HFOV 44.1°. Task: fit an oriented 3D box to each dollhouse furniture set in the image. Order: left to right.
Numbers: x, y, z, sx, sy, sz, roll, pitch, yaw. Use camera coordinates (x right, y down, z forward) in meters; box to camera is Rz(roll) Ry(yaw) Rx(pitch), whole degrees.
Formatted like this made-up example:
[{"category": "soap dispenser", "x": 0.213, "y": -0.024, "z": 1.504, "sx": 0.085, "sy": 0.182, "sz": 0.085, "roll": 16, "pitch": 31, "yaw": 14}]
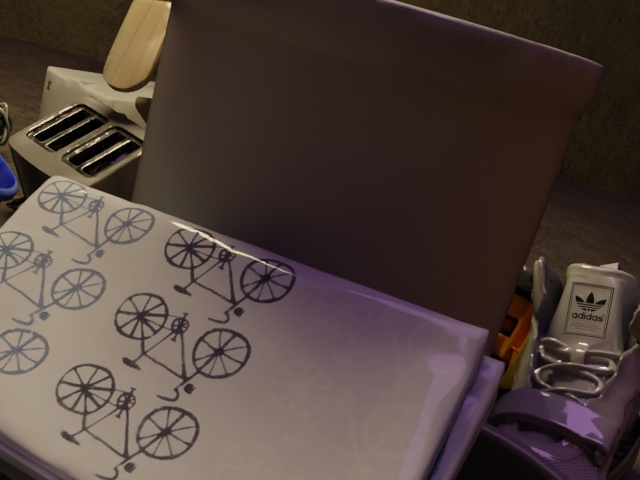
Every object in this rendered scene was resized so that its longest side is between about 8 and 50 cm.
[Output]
[{"category": "dollhouse furniture set", "x": -0.086, "y": -0.113, "z": 1.156, "sx": 0.393, "sy": 0.257, "sz": 0.362, "roll": 12, "pitch": -20, "yaw": 13}]

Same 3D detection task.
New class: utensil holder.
[{"category": "utensil holder", "x": 0.000, "y": 0.000, "z": 0.644, "sx": 0.327, "sy": 0.386, "sz": 0.328, "roll": 15, "pitch": 16, "yaw": -5}]

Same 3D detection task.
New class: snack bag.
[{"category": "snack bag", "x": -0.119, "y": 0.125, "z": 0.389, "sx": 0.322, "sy": 0.037, "sz": 0.343, "roll": 21, "pitch": 55, "yaw": 22}]

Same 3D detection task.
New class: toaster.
[{"category": "toaster", "x": -0.307, "y": -0.093, "z": 1.058, "sx": 0.168, "sy": 0.110, "sz": 0.185, "roll": 32, "pitch": 53, "yaw": 28}]

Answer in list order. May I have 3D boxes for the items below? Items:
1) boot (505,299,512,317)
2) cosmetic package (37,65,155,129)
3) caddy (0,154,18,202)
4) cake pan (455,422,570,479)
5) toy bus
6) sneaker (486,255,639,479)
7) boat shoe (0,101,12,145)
[{"category": "boot", "x": 0.092, "y": 0.073, "z": 0.925, "sx": 0.208, "sy": 0.189, "sz": 0.076, "roll": 32, "pitch": -22, "yaw": 46}, {"category": "cosmetic package", "x": -0.296, "y": -0.201, "z": 1.459, "sx": 0.384, "sy": 0.156, "sz": 0.217, "roll": -3, "pitch": 24, "yaw": -46}, {"category": "caddy", "x": -0.453, "y": -0.117, "z": 0.811, "sx": 0.341, "sy": 0.179, "sz": 0.241, "roll": 41, "pitch": 2, "yaw": 42}, {"category": "cake pan", "x": 0.038, "y": 0.209, "z": 0.415, "sx": 0.293, "sy": 0.054, "sz": 0.293, "roll": 7, "pitch": 38, "yaw": -5}, {"category": "toy bus", "x": 0.251, "y": 0.103, "z": 1.013, "sx": 0.211, "sy": 0.150, "sz": 0.220, "roll": 22, "pitch": 8, "yaw": -32}, {"category": "sneaker", "x": 0.211, "y": 0.130, "z": 0.699, "sx": 0.137, "sy": 0.210, "sz": 0.365, "roll": 11, "pitch": 10, "yaw": 31}, {"category": "boat shoe", "x": -0.546, "y": -0.195, "z": 1.245, "sx": 0.119, "sy": 0.121, "sz": 0.335, "roll": 0, "pitch": 20, "yaw": -33}]
